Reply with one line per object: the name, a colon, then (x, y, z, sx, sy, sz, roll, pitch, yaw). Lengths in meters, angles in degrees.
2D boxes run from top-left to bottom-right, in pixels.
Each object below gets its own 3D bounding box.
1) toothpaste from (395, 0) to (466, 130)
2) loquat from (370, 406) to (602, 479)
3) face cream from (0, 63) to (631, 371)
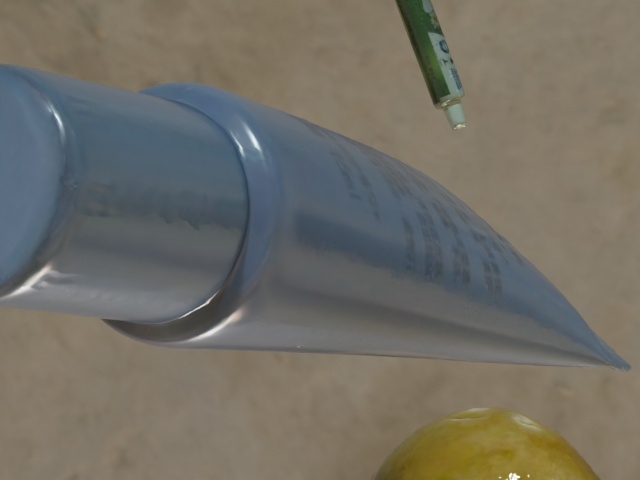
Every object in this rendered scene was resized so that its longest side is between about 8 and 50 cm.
toothpaste: (0.097, -0.201, 1.639, 0.049, 0.031, 0.204, -18, 88, -53)
loquat: (0.192, 0.319, 1.930, 0.276, 0.284, 0.276, -1, 93, -14)
face cream: (0.000, 0.000, 0.647, 0.086, 0.135, 0.385, -54, 153, 15)
